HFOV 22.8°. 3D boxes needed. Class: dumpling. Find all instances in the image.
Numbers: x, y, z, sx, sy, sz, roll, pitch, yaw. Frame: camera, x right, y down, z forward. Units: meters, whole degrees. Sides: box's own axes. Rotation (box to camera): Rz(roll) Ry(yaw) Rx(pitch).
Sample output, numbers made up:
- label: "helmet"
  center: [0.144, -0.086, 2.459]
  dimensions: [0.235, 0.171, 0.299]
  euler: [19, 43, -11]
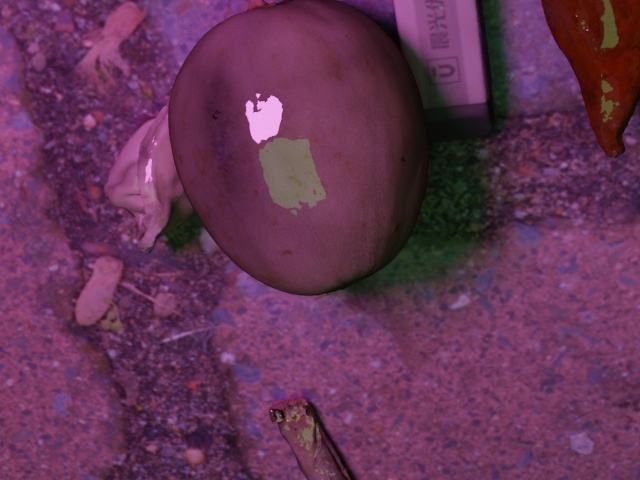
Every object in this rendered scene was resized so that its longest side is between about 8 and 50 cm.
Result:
- label: "dumpling"
  center: [-0.170, -0.069, 1.692]
  dimensions: [0.118, 0.136, 0.199]
  euler: [13, 109, 7]

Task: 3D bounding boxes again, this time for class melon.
- label: "melon"
  center: [-0.022, -0.100, 1.582]
  dimensions: [0.272, 0.272, 0.308]
  euler: [6, 96, 3]

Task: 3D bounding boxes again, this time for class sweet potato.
- label: "sweet potato"
  center: [0.268, -0.257, 1.549]
  dimensions: [0.112, 0.112, 0.359]
  euler: [-8, 101, 11]

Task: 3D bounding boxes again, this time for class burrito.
- label: "burrito"
  center: [-0.006, 0.258, 1.905]
  dimensions: [0.051, 0.042, 0.171]
  euler: [-22, 111, 14]

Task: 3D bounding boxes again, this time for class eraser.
- label: "eraser"
  center: [0.116, -0.252, 1.597]
  dimensions: [0.089, 0.061, 0.351]
  euler: [-6, 117, 10]

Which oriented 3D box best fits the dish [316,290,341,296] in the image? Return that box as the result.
- label: "dish"
  center: [0.000, 0.000, 1.746]
  dimensions: [0.141, 0.078, 0.141]
  euler: [-2, 77, 7]
